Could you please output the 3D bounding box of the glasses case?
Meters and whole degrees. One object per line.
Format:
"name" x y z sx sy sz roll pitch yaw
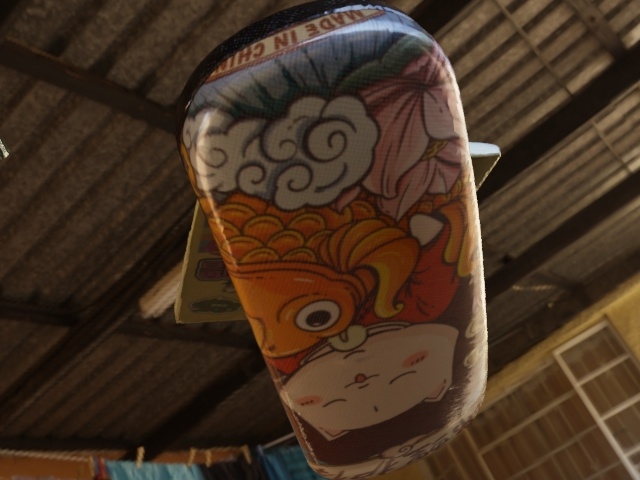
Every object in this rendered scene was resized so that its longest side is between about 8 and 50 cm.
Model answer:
"glasses case" 0.021 0.026 0.423 0.122 0.082 0.321 -23 -45 -8

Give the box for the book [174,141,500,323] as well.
"book" 0.000 0.000 0.505 0.168 0.013 0.192 -1 -32 -17

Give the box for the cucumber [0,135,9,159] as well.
"cucumber" -0.402 -0.135 0.914 0.048 0.048 0.105 -23 -55 -7
